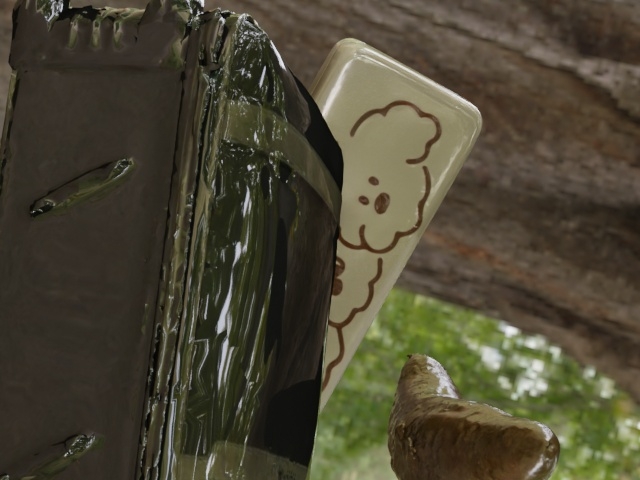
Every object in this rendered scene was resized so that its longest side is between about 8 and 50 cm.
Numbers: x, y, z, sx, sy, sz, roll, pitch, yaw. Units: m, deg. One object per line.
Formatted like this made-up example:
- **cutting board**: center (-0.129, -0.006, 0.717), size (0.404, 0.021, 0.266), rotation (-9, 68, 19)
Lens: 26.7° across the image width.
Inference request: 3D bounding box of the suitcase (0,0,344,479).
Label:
- **suitcase**: center (-0.099, 0.053, 0.865), size (0.283, 0.194, 0.433), rotation (50, 46, -71)

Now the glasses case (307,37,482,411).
- **glasses case**: center (0.000, 0.000, 1.173), size (0.336, 0.144, 0.076), rotation (-62, -168, 10)

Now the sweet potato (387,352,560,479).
- **sweet potato**: center (0.107, 0.172, 1.131), size (0.114, 0.092, 0.341), rotation (-56, -169, -3)
